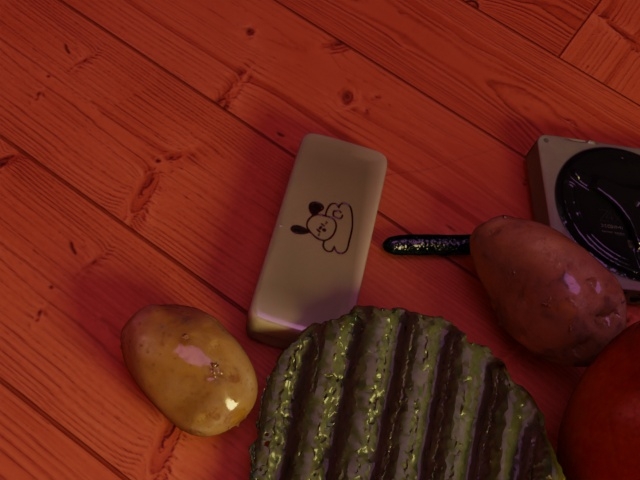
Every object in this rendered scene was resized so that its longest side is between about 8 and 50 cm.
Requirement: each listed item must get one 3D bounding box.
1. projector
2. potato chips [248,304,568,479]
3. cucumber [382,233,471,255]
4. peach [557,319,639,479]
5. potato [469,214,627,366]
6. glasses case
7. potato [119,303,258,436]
[{"bbox_3d":[0.450,-0.033,1.132,0.257,0.079,0.259,6,60,-9],"label":"projector"},{"bbox_3d":[0.085,0.269,0.798,0.359,0.070,0.429,4,63,19],"label":"potato chips"},{"bbox_3d":[0.150,0.006,1.073,0.133,0.032,0.032,-1,59,-11],"label":"cucumber"},{"bbox_3d":[0.453,0.240,0.784,0.388,0.388,0.388,5,58,-9],"label":"peach"},{"bbox_3d":[0.291,0.060,0.989,0.128,0.161,0.234,-9,67,-45],"label":"potato"},{"bbox_3d":[0.000,0.000,1.022,0.131,0.070,0.312,16,57,-2],"label":"glasses case"},{"bbox_3d":[-0.150,0.145,0.880,0.178,0.109,0.118,44,38,9],"label":"potato"}]
